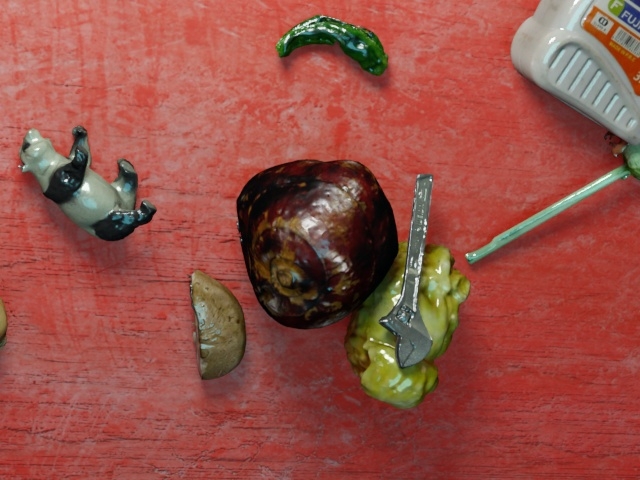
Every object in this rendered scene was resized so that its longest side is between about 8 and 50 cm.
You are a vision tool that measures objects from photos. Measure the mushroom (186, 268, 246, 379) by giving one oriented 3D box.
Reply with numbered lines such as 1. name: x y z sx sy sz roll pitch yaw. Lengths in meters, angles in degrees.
1. mushroom: -0.175 0.148 2.013 0.094 0.072 0.210 -9 117 -17

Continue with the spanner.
1. spanner: 0.150 0.044 1.884 0.093 0.026 0.326 14 73 -15

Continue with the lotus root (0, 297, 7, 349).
1. lotus root: -0.596 0.074 1.857 0.146 0.131 0.303 -30 117 2

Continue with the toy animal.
1. toy animal: -0.370 -0.091 1.851 0.121 0.094 0.225 -40 118 19

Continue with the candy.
1. candy: 0.442 -0.074 2.028 0.439 0.119 0.119 -32 118 13

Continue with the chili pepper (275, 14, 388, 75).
1. chili pepper: 0.024 -0.306 1.846 0.182 0.050 0.073 10 120 -14

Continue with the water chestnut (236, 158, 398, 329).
1. water chestnut: 0.000 0.000 1.878 0.244 0.289 0.289 -8 117 -13

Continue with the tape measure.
1. tape measure: 0.450 -0.306 1.893 0.258 0.130 0.265 27 102 -25

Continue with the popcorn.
1. popcorn: 0.132 0.142 1.989 0.173 0.225 0.286 20 74 -9
